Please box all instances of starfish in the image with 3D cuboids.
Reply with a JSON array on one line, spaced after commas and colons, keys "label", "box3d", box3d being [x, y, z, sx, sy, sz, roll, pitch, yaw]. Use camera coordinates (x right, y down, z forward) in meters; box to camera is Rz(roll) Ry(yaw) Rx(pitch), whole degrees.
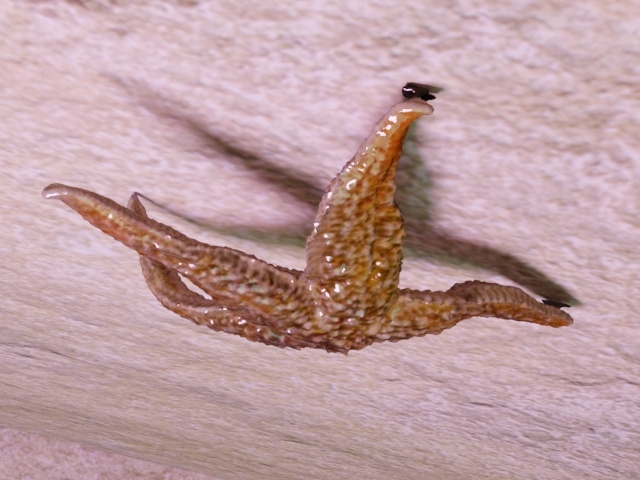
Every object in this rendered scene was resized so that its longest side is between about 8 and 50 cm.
[{"label": "starfish", "box3d": [-0.004, 0.011, 0.949, 0.398, 0.132, 0.384, 2, 151, 18]}]
